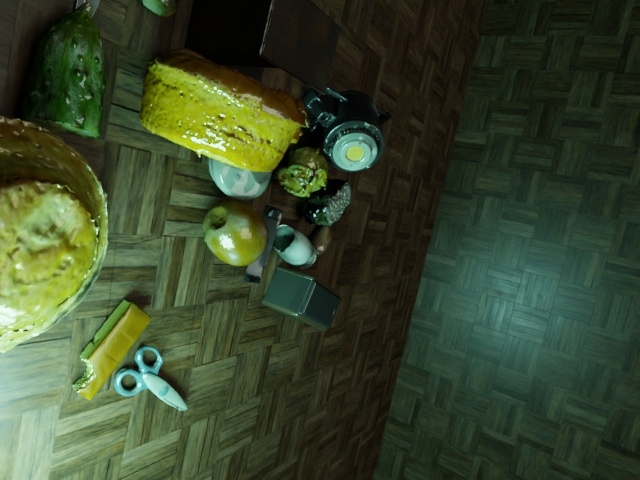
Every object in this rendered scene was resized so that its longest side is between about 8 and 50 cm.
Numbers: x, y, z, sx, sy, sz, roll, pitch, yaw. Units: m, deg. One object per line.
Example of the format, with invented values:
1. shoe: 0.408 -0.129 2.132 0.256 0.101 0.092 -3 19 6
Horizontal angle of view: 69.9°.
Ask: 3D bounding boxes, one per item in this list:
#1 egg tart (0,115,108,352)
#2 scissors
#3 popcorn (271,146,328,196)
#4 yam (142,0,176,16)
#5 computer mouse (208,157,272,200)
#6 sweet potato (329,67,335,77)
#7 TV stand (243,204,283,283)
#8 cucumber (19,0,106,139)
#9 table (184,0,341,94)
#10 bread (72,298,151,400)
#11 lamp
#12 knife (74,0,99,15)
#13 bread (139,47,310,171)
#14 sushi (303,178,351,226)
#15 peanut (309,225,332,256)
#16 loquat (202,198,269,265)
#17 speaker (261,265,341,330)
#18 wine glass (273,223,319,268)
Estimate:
1. egg tart: -0.535 0.008 0.782 0.443 0.178 0.442 -34 131 -51
2. scissors: -0.442 0.400 1.249 0.138 0.041 0.289 -55 141 -28
3. popcorn: -0.064 -0.213 1.508 0.195 0.174 0.168 -55 167 -46
4. yam: -0.352 -0.536 0.944 0.069 0.070 0.146 -49 142 -36
5. computer mouse: -0.206 -0.269 1.281 0.197 0.095 0.330 36 60 -42
6. sweet potato: 0.009 -0.563 1.553 0.195 0.057 0.056 -44 139 -50
7. TV stand: -0.188 0.014 1.495 0.049 0.040 0.256 25 81 -59
8. cucumber: -0.451 -0.313 0.835 0.134 0.134 0.244 12 90 -60
9. table: -0.134 -0.507 1.142 0.282 0.251 0.196 5 98 -59
10. bread: -0.500 0.254 1.079 0.226 0.049 0.088 -58 146 -25
11. lamp: 0.115 -0.364 1.572 0.374 0.205 0.272 13 48 -43
12. knife: -0.431 -0.518 0.867 0.058 0.032 0.244 -18 123 -65
13. bread: -0.215 -0.284 1.028 0.358 0.337 0.204 14 109 -32
14. sushi: 0.021 -0.142 1.685 0.225 0.127 0.124 -54 144 -45
15. peanut: 0.000 0.000 1.773 0.152 0.076 0.076 -57 146 -23
16. loquat: -0.233 -0.018 1.280 0.179 0.179 0.227 -66 156 -14
17. speaker: -0.064 0.210 1.651 0.231 0.193 0.153 40 70 -53
18. wine glass: -0.089 0.025 1.594 0.111 0.111 0.204 -68 153 -12
